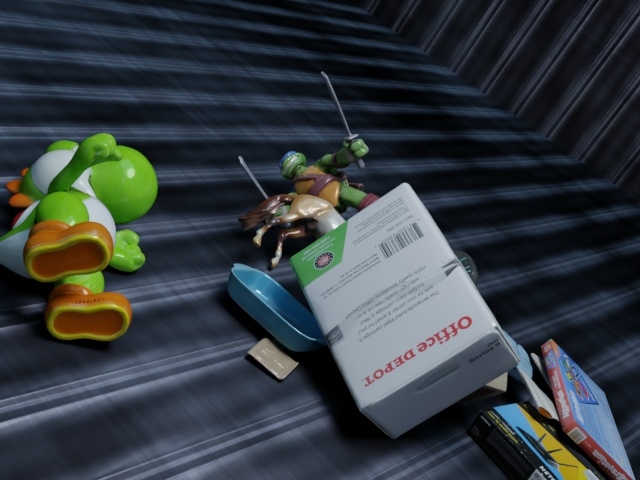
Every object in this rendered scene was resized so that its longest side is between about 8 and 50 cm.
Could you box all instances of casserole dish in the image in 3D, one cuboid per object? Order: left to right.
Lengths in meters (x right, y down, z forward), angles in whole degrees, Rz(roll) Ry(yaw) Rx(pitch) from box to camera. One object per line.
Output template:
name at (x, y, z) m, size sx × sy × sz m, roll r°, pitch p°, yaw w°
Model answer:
casserole dish at (-0.062, 0.102, 1.392) m, size 0.188 × 0.037 × 0.114 m, roll 41°, pitch 13°, yaw 21°

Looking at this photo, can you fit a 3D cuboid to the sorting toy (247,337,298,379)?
sorting toy at (-0.061, 0.159, 1.335) m, size 0.062 × 0.012 × 0.083 m, roll 36°, pitch 25°, yaw 8°

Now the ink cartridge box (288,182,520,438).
ink cartridge box at (0.110, 0.095, 1.349) m, size 0.121 × 0.211 × 0.289 m, roll 49°, pitch 12°, yaw -48°

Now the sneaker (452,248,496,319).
sneaker at (0.218, 0.088, 1.670) m, size 0.106 × 0.101 × 0.267 m, roll 16°, pitch 27°, yaw -22°

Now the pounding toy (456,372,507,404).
pounding toy at (0.185, 0.174, 1.440) m, size 0.130 × 0.141 × 0.100 m, roll 20°, pitch 63°, yaw -20°

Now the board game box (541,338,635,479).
board game box at (0.425, 0.272, 1.555) m, size 0.145 × 0.027 × 0.281 m, roll 46°, pitch 18°, yaw -10°

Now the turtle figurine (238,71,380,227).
turtle figurine at (0.008, -0.081, 1.662) m, size 0.198 × 0.274 × 0.266 m, roll -38°, pitch 70°, yaw -27°

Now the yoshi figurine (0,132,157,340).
yoshi figurine at (-0.289, -0.035, 1.274) m, size 0.203 × 0.203 × 0.362 m, roll 34°, pitch 17°, yaw -30°

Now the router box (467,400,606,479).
router box at (0.316, 0.315, 1.404) m, size 0.133 × 0.046 × 0.179 m, roll 2°, pitch 36°, yaw -47°

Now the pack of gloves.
pack of gloves at (0.359, 0.254, 1.575) m, size 0.195 × 0.046 × 0.232 m, roll 40°, pitch 17°, yaw -27°

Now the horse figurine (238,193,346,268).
horse figurine at (0.000, 0.000, 1.565) m, size 0.263 × 0.066 × 0.174 m, roll 35°, pitch 58°, yaw 6°
